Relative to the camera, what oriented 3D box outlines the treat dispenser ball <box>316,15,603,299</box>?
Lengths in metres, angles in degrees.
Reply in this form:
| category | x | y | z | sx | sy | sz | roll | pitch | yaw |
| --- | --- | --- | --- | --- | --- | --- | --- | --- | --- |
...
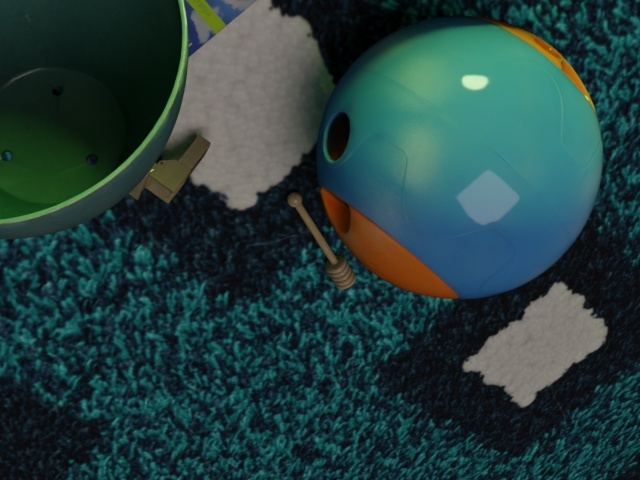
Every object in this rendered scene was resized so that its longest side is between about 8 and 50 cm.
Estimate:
| category | x | y | z | sx | sy | sz | roll | pitch | yaw |
| --- | --- | --- | --- | --- | --- | --- | --- | --- | --- |
| treat dispenser ball | 0.139 | -0.083 | 0.886 | 0.288 | 0.288 | 0.288 | -12 | 129 | -15 |

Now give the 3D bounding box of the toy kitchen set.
| category | x | y | z | sx | sy | sz | roll | pitch | yaw |
| --- | --- | --- | --- | --- | --- | --- | --- | --- | --- |
| toy kitchen set | -0.178 | -0.088 | 0.924 | 0.083 | 0.075 | 0.068 | 36 | 152 | -6 |

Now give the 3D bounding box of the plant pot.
| category | x | y | z | sx | sy | sz | roll | pitch | yaw |
| --- | --- | --- | --- | --- | --- | --- | --- | --- | --- |
| plant pot | -0.249 | -0.123 | 0.730 | 0.290 | 0.290 | 0.195 | -20 | 166 | -8 |

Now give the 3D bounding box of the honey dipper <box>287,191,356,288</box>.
| category | x | y | z | sx | sy | sz | roll | pitch | yaw |
| --- | --- | --- | --- | --- | --- | --- | --- | --- | --- |
| honey dipper | 0.000 | 0.000 | 1.063 | 0.030 | 0.030 | 0.161 | -31 | 130 | 2 |

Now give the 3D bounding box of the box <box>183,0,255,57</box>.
| category | x | y | z | sx | sy | sz | roll | pitch | yaw |
| --- | --- | --- | --- | --- | --- | --- | --- | --- | --- |
| box | -0.114 | -0.255 | 0.810 | 0.178 | 0.042 | 0.109 | -39 | 130 | 7 |
